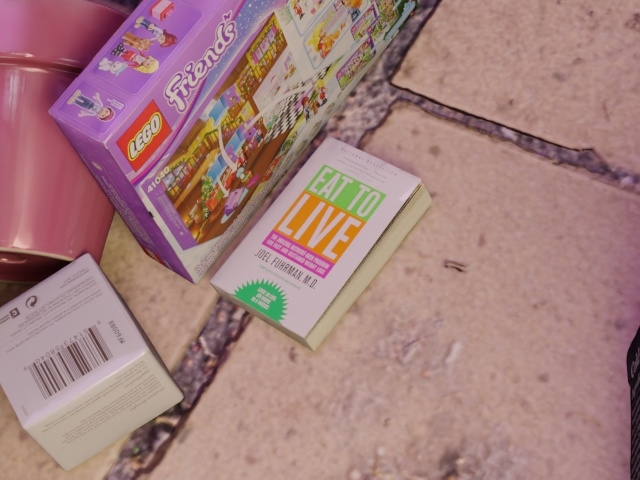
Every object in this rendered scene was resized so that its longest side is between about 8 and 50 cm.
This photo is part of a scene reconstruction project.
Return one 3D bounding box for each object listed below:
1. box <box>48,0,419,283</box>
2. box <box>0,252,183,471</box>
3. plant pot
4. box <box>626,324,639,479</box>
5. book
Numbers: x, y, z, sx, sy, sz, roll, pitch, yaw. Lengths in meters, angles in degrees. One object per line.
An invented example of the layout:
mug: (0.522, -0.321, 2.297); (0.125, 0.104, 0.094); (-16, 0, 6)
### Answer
box: (-0.050, -0.135, 1.147); (0.057, 0.201, 0.293); (29, 72, 27)
box: (-0.170, 0.086, 1.120); (0.101, 0.087, 0.102); (-32, 57, -4)
plant pot: (-0.222, -0.067, 1.173); (0.201, 0.201, 0.180); (-1, 77, 15)
box: (0.343, 0.176, 0.829); (0.343, 0.179, 0.312); (5, 61, 0)
book: (0.000, 0.000, 1.158); (0.096, 0.035, 0.144); (29, 73, 31)
